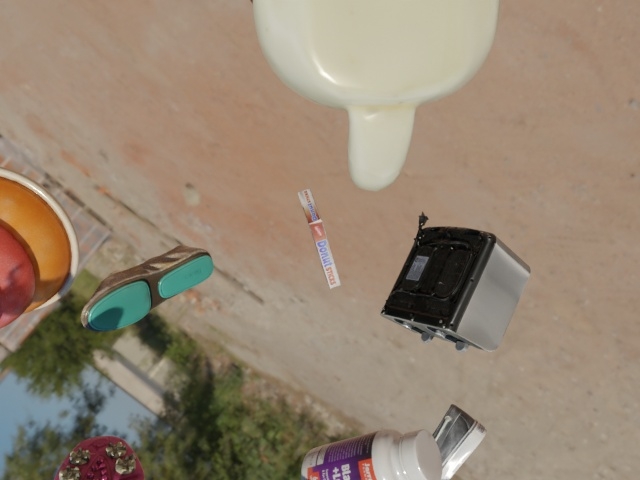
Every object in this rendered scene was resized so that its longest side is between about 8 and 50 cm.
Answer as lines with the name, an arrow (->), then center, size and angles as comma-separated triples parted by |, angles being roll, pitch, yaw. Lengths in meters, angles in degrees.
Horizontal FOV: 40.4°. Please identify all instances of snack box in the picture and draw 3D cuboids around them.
snack box -> 0.000, 0.000, 1.317 | 0.178, 0.022, 0.064 | 73, 179, -54

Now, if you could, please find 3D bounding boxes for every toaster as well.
toaster -> 0.199, 0.065, 1.291 | 0.110, 0.186, 0.168 | 35, 165, -32

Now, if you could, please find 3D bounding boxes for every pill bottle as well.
pill bottle -> 0.077, 0.340, 1.285 | 0.193, 0.108, 0.108 | -23, 128, 29

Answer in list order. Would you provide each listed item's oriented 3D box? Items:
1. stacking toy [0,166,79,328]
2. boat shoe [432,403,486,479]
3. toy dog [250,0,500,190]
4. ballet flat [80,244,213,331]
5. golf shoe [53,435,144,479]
stacking toy -> -0.706, 0.092, 1.687 | 0.350, 0.350, 0.480 | 41, -155, -14
boat shoe -> 0.194, 0.453, 1.704 | 0.102, 0.301, 0.108 | 39, -172, 8
toy dog -> 0.048, -0.276, 0.783 | 0.408, 0.284, 0.396 | -102, -3, -70
ballet flat -> -0.360, 0.090, 1.743 | 0.106, 0.316, 0.108 | 26, 125, 37
golf shoe -> -0.260, 0.373, 1.027 | 0.306, 0.115, 0.140 | -107, 20, -51
